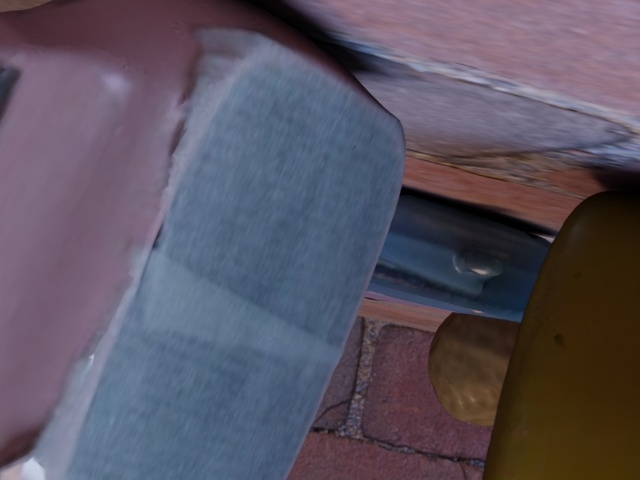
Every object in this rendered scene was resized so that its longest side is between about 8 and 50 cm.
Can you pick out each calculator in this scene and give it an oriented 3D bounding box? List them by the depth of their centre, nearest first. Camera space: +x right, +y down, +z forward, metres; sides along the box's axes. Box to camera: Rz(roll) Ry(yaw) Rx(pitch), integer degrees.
[{"bbox_3d":[0.000,0.000,1.020,0.173,0.051,0.293,16,174,-37],"label":"calculator"}]

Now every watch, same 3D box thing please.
[{"bbox_3d":[-0.115,-0.019,0.572,0.241,0.161,0.253,24,178,21],"label":"watch"}]

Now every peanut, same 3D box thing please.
[{"bbox_3d":[0.172,0.099,1.391,0.111,0.125,0.274,-7,-174,-28],"label":"peanut"}]

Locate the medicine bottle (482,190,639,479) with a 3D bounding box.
[{"bbox_3d":[0.192,0.112,0.702,0.232,0.238,0.238,9,175,18],"label":"medicine bottle"}]
